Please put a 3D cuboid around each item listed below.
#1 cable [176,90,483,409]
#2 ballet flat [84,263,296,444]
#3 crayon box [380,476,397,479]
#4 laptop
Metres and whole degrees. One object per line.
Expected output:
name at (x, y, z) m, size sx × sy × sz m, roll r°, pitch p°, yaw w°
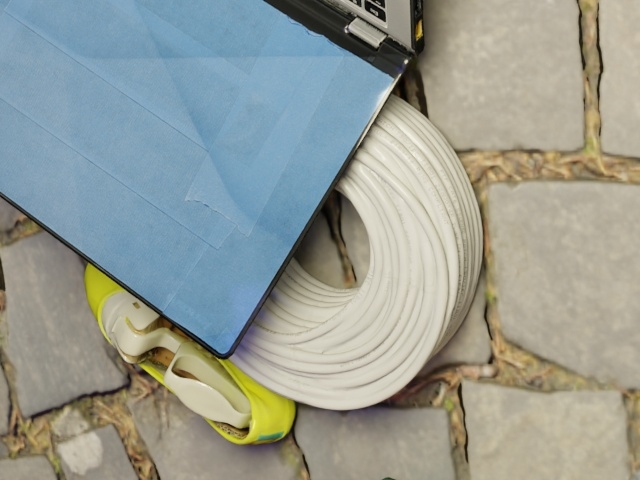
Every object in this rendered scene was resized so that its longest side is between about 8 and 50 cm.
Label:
cable at (0.000, 0.000, 1.543) m, size 0.257 × 0.089 × 0.257 m, roll 6°, pitch 108°, yaw 27°
ballet flat at (-0.120, 0.090, 1.643) m, size 0.231 × 0.077 × 0.077 m, roll 38°, pitch 120°, yaw 15°
crayon box at (0.050, 0.289, 1.486) m, size 0.165 × 0.278 × 0.081 m, roll 23°, pitch 115°, yaw 22°
laptop at (-0.143, -0.198, 1.427) m, size 0.382 × 0.236 × 0.408 m, roll 34°, pitch 152°, yaw 26°
